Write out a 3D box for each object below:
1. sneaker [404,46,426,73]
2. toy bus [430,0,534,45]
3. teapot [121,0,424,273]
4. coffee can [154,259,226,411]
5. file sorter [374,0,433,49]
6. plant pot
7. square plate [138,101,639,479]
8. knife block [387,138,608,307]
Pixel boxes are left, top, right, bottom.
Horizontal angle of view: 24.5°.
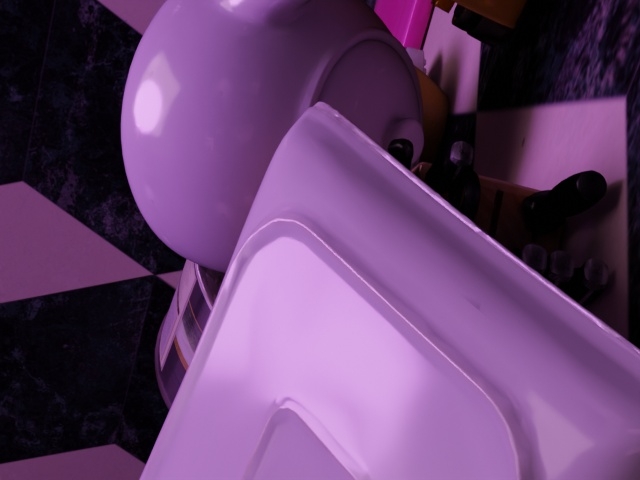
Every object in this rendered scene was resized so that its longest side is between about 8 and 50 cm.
[{"bbox_3d":[0.004,-0.081,1.456,0.102,0.161,0.282,-84,11,-50],"label":"sneaker"},{"bbox_3d":[0.111,-0.272,1.097,0.211,0.149,0.220,-63,7,9],"label":"toy bus"},{"bbox_3d":[-0.007,-0.078,1.077,0.256,0.187,0.252,17,-94,-57],"label":"teapot"},{"bbox_3d":[-0.033,0.064,1.314,0.275,0.201,0.201,118,163,-63],"label":"coffee can"},{"bbox_3d":[0.001,-0.232,1.637,0.291,0.182,0.202,-98,21,-69],"label":"file sorter"},{"bbox_3d":[0.060,-0.108,1.316,0.134,0.095,0.134,-168,90,-84],"label":"plant pot"},{"bbox_3d":[0.004,0.144,0.761,0.344,0.049,0.347,43,116,48],"label":"square plate"},{"bbox_3d":[0.105,0.015,0.909,0.242,0.275,0.088,5,78,37],"label":"knife block"}]
